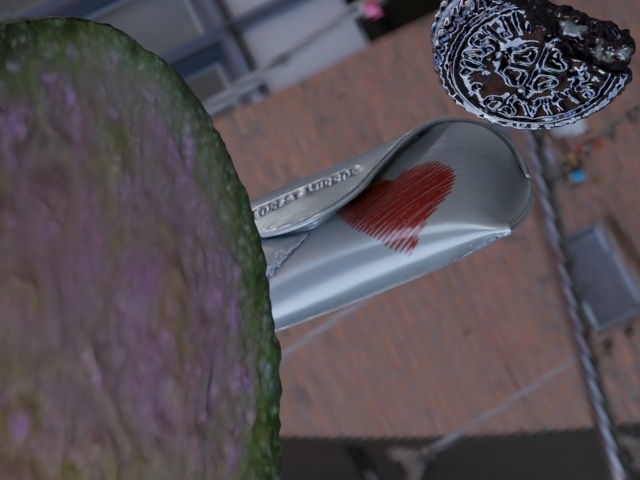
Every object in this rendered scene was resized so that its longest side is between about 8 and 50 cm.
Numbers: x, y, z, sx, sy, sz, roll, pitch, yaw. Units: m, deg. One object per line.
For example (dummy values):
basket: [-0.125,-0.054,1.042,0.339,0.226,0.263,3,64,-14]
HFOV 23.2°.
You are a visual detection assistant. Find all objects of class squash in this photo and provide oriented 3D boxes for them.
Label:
squash: [-0.218,0.068,0.696,0.310,0.309,0.310,13,-106,-59]

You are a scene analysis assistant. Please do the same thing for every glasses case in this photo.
glasses case: [0.000,0.001,1.120,0.128,0.308,0.083,-84,-31,-67]

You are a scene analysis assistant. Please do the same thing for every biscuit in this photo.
biscuit: [0.094,-0.084,0.690,0.087,0.089,0.027,66,-157,-47]
